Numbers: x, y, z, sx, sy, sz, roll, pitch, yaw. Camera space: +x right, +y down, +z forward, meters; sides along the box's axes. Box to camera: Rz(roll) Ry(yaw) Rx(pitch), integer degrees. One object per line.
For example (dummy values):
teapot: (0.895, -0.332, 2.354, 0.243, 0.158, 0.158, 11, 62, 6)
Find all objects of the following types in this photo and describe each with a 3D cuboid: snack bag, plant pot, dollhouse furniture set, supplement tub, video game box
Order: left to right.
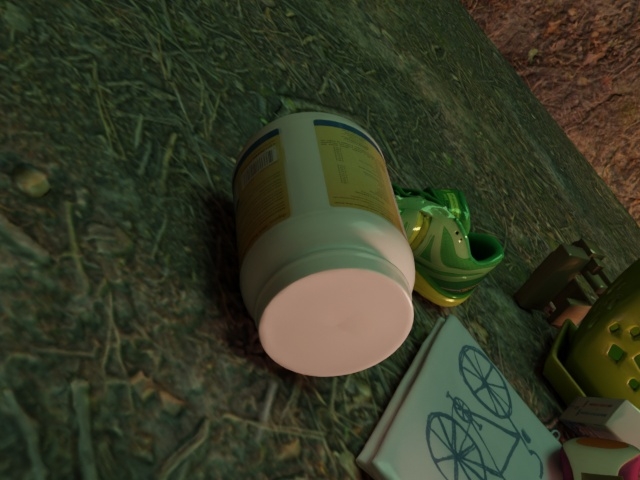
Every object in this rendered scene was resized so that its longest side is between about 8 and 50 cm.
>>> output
supplement tub: (0.000, 0.000, 0.758, 0.144, 0.144, 0.200, 35, 28, -33)
snack bag: (0.192, 0.257, 0.856, 0.342, 0.037, 0.323, 49, 26, -2)
dollhouse furniture set: (0.360, 0.038, 1.391, 0.151, 0.144, 0.123, 11, 39, -36)
plant pot: (0.446, 0.172, 1.235, 0.228, 0.207, 0.227, 53, 24, 4)
video game box: (0.400, 0.269, 1.065, 0.205, 0.048, 0.187, 41, -9, 5)

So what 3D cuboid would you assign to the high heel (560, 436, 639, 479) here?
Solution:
high heel: (0.281, 0.272, 0.888, 0.244, 0.082, 0.117, -10, 102, -78)

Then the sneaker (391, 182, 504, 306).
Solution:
sneaker: (0.098, -0.029, 1.003, 0.295, 0.123, 0.109, 30, 31, -39)
